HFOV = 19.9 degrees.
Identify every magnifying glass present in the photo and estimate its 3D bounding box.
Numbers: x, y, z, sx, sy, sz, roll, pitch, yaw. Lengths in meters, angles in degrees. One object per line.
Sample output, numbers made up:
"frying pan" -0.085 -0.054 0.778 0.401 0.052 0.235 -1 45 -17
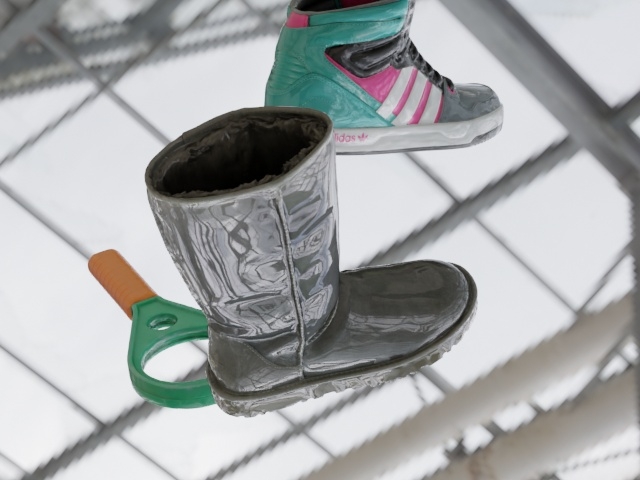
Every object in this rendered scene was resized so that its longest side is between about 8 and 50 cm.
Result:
"magnifying glass" -0.120 0.060 1.350 0.092 0.026 0.231 -20 -151 -20

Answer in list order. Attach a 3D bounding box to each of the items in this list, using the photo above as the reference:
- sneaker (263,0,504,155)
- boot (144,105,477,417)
"sneaker" 0.067 -0.180 1.717 0.124 0.296 0.178 17 -72 43
"boot" 0.002 0.001 1.021 0.190 0.208 0.076 -24 -133 -16
